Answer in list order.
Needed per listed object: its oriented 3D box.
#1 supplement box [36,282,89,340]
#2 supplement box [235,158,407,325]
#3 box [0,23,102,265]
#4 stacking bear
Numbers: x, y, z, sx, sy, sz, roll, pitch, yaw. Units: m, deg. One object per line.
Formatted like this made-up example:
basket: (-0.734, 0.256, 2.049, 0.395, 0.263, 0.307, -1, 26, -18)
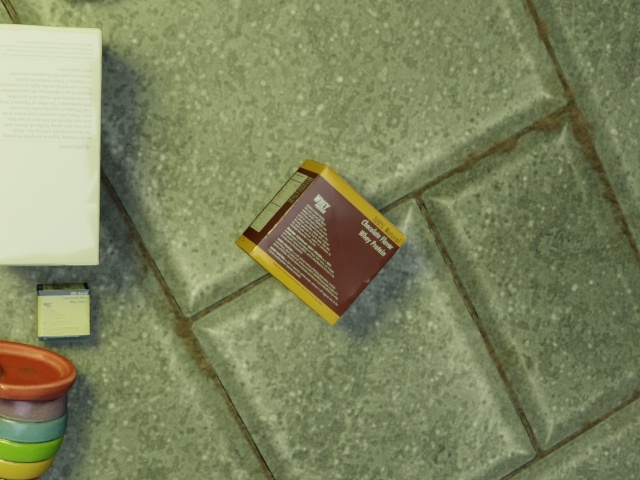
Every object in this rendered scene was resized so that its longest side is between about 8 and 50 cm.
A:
supplement box: (-0.417, 0.115, 1.867, 0.083, 0.056, 0.083, -1, 99, -15)
supplement box: (0.000, 0.000, 1.928, 0.191, 0.129, 0.194, 41, 87, -17)
box: (-0.424, -0.148, 1.741, 0.168, 0.215, 0.345, 0, 99, -16)
stacking bear: (-0.496, 0.325, 1.832, 0.164, 0.175, 0.289, 6, 107, -35)
